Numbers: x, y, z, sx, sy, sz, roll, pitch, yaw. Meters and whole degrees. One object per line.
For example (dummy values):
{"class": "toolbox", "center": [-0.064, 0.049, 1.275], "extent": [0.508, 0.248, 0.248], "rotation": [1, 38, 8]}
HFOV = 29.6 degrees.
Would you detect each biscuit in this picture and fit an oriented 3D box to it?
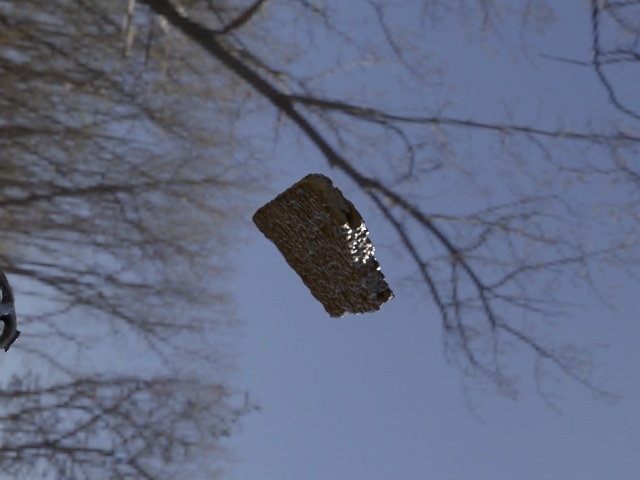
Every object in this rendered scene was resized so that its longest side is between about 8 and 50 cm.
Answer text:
{"class": "biscuit", "center": [0.009, 0.008, 1.048], "extent": [0.026, 0.131, 0.237], "rotation": [-42, -175, -16]}

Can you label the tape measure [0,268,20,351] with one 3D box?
{"class": "tape measure", "center": [-0.328, 0.073, 0.785], "extent": [0.236, 0.197, 0.120], "rotation": [-48, -151, -1]}
